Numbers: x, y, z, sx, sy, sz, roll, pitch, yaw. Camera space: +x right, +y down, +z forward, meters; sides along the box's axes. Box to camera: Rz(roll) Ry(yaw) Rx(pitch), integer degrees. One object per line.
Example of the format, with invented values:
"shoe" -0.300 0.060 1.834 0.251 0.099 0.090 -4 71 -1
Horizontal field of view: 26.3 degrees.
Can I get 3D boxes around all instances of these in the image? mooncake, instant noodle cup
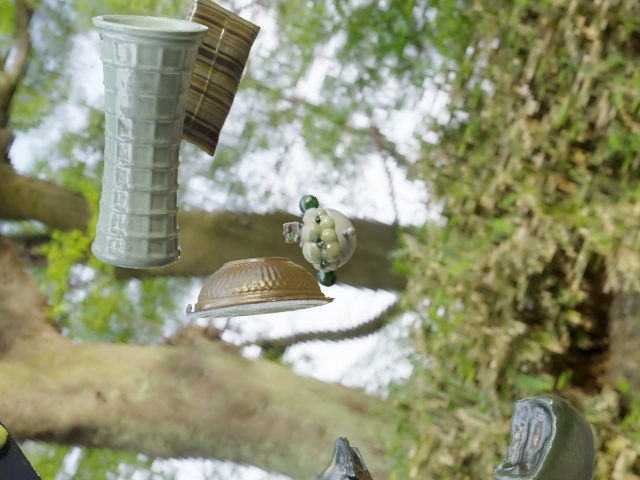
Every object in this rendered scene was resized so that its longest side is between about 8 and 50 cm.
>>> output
"mooncake" 0.313 0.309 1.948 0.175 0.104 0.168 -34 -65 -47
"instant noodle cup" -0.113 0.082 2.480 0.274 0.274 0.091 21 -118 -76

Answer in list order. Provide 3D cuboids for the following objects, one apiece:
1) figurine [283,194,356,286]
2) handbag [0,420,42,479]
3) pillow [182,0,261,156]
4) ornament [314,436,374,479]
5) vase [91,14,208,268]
"figurine" -0.001 0.000 2.129 0.197 0.093 0.147 161 94 -75
"handbag" -0.459 0.362 1.611 0.303 0.329 0.122 -33 -4 -35
"pillow" -0.159 -0.228 1.881 0.038 0.113 0.203 -5 64 59
"ornament" -0.023 0.373 1.632 0.236 0.080 0.202 -39 35 12
"vase" -0.220 -0.122 1.698 0.143 0.143 0.299 -32 -50 -67
